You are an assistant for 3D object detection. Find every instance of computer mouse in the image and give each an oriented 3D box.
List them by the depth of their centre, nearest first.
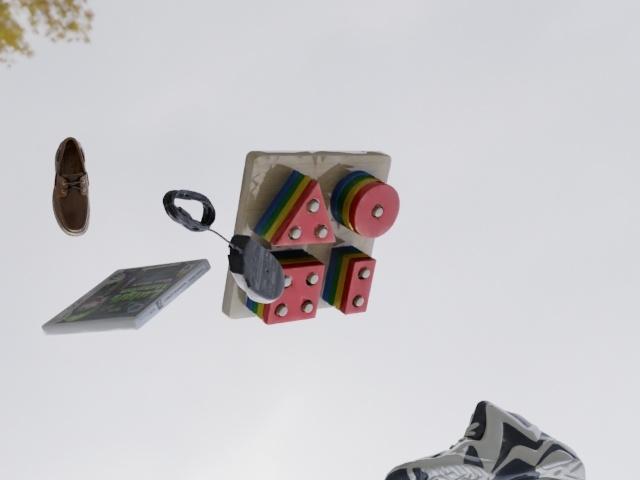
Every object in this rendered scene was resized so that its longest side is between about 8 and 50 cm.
[{"bbox_3d":[-0.120,0.010,1.194,0.041,0.242,0.071,-11,-127,29],"label":"computer mouse"}]

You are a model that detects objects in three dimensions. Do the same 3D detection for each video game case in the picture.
[{"bbox_3d":[-0.276,0.080,1.390,0.190,0.022,0.173,-7,-157,35],"label":"video game case"}]

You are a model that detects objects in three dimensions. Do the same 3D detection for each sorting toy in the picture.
[{"bbox_3d":[0.000,0.000,1.462,0.257,0.255,0.089,-4,-156,-37],"label":"sorting toy"}]

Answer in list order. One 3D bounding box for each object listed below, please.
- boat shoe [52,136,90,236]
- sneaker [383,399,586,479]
[{"bbox_3d":[-0.433,-0.096,1.692,0.064,0.060,0.178,-3,-107,-16],"label":"boat shoe"},{"bbox_3d":[0.176,0.258,1.151,0.235,0.094,0.153,-10,-162,-8],"label":"sneaker"}]
